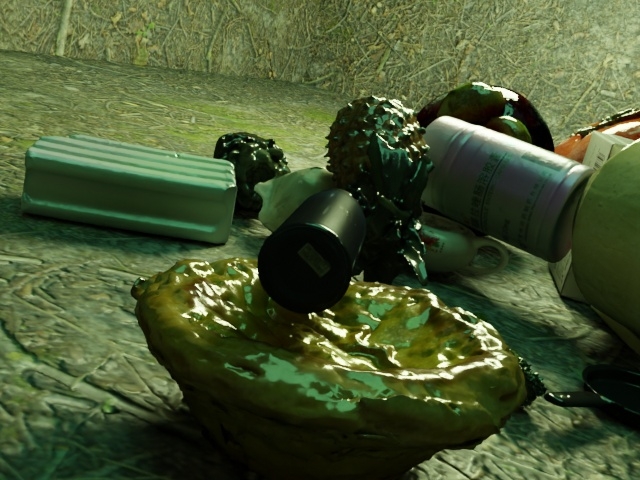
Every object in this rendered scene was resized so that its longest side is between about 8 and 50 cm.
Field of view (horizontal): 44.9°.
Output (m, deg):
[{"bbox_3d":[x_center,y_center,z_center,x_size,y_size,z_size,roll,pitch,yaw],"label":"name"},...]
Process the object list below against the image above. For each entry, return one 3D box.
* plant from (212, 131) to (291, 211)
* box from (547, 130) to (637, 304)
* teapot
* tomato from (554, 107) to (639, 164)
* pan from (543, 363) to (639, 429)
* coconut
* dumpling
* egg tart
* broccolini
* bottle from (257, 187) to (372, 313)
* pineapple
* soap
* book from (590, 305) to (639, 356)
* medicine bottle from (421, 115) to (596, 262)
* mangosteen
[{"bbox_3d":[-0.126,-0.116,1.324,0.132,0.129,0.194,7,14,-14],"label":"plant"},{"bbox_3d":[0.475,-0.039,1.287,0.111,0.261,0.194,14,17,7],"label":"box"},{"bbox_3d":[0.183,0.004,1.217,0.226,0.092,0.145,20,20,19],"label":"teapot"},{"bbox_3d":[0.600,-0.102,1.496,0.324,0.290,0.293,-18,4,10],"label":"tomato"},{"bbox_3d":[0.323,0.177,0.851,0.235,0.028,0.136,5,17,-35],"label":"pan"},{"bbox_3d":[0.498,0.005,1.017,0.322,0.323,0.323,12,16,-3],"label":"coconut"},{"bbox_3d":[-0.008,-0.046,1.208,0.198,0.136,0.118,6,-27,-1],"label":"dumpling"},{"bbox_3d":[0.001,0.109,0.655,0.340,0.129,0.341,11,15,-3],"label":"egg tart"},{"bbox_3d":[0.209,0.131,0.906,0.054,0.051,0.239,-5,11,0],"label":"broccolini"},{"bbox_3d":[0.000,0.000,0.694,0.072,0.082,0.244,56,13,-5],"label":"bottle"},{"bbox_3d":[0.087,-0.060,1.040,0.165,0.166,0.365,10,35,-9],"label":"pineapple"},{"bbox_3d":[-0.270,-0.078,1.136,0.289,0.095,0.173,9,17,-11],"label":"soap"},{"bbox_3d":[0.524,0.155,1.086,0.201,0.026,0.289,11,16,-4],"label":"book"},{"bbox_3d":[0.273,-0.084,1.187,0.253,0.152,0.152,27,21,32],"label":"medicine bottle"},{"bbox_3d":[0.282,-0.148,1.458,0.300,0.301,0.300,12,16,-3],"label":"mangosteen"}]
